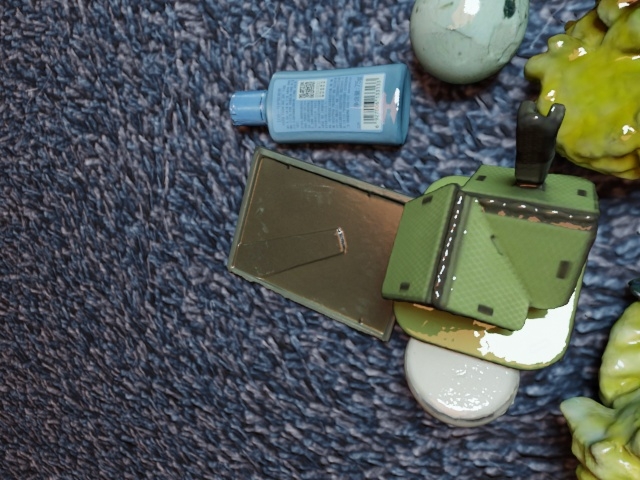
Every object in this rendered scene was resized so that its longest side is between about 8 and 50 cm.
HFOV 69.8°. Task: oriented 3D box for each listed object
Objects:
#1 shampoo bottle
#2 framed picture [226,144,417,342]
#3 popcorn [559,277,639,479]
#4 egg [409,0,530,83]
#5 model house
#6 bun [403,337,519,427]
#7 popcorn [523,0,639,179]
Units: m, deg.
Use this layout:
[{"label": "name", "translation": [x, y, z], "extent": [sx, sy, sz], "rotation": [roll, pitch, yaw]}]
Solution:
[{"label": "shampoo bottle", "translation": [-0.008, -0.186, 0.639], "extent": [0.259, 0.061, 0.103], "rotation": [6, 99, 23]}, {"label": "framed picture", "translation": [0.000, 0.000, 0.681], "extent": [0.289, 0.016, 0.213], "rotation": [21, 105, 21]}, {"label": "popcorn", "translation": [0.368, 0.217, 0.415], "extent": [0.293, 0.293, 0.236], "rotation": [11, 119, 23]}, {"label": "egg", "translation": [0.171, -0.259, 0.512], "extent": [0.131, 0.131, 0.164], "rotation": [23, 102, 21]}, {"label": "model house", "translation": [0.161, 0.006, 0.438], "extent": [0.205, 0.279, 0.218], "rotation": [12, 82, 22]}, {"label": "bun", "translation": [0.174, 0.165, 0.582], "extent": [0.138, 0.094, 0.138], "rotation": [-4, 62, 8]}, {"label": "popcorn", "translation": [0.307, -0.166, 0.432], "extent": [0.218, 0.169, 0.189], "rotation": [-42, 76, 6]}]
